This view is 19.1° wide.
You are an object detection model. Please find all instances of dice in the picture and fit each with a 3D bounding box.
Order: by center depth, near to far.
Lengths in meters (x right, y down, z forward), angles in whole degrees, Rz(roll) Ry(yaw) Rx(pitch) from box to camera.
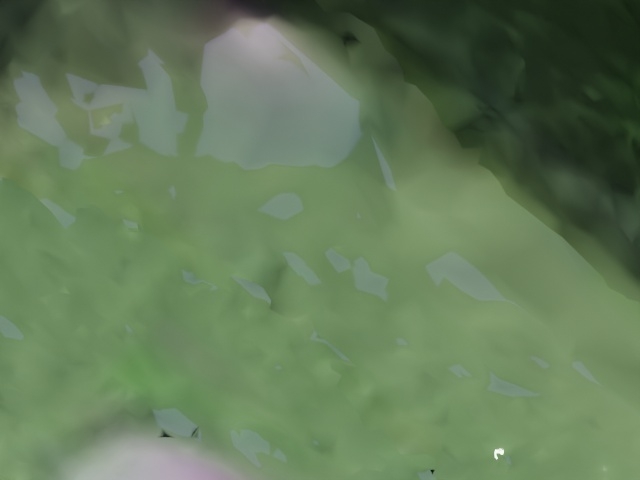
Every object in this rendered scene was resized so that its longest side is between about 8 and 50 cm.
[{"bbox_3d":[0.000,0.000,0.672,0.318,0.330,0.322,41,126,-10],"label":"dice"}]
